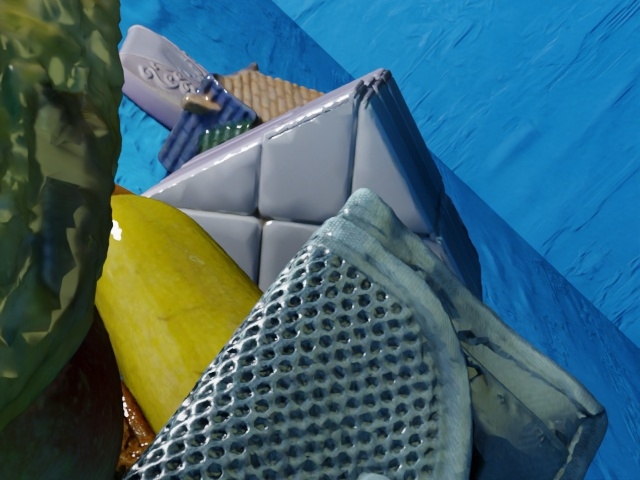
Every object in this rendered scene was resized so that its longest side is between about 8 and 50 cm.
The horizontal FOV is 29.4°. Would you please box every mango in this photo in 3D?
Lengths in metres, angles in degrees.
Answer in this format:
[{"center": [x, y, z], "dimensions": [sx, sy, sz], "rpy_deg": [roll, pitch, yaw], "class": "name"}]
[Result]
[{"center": [-0.051, 0.118, 0.864], "dimensions": [0.332, 0.142, 0.195], "rpy_deg": [55, -3, 25], "class": "mango"}]

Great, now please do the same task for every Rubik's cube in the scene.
[{"center": [0.000, 0.000, 1.069], "dimensions": [0.231, 0.221, 0.225], "rpy_deg": [63, 12, -10], "class": "Rubik's cube"}]

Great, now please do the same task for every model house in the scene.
[{"center": [-0.088, -0.079, 1.313], "dimensions": [0.172, 0.166, 0.183], "rpy_deg": [19, 41, -27], "class": "model house"}]

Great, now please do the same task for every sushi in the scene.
[{"center": [-0.140, 0.125, 0.794], "dimensions": [0.052, 0.055, 0.120], "rpy_deg": [-7, 47, -45], "class": "sushi"}]

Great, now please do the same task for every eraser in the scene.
[{"center": [-0.151, -0.175, 1.534], "dimensions": [0.243, 0.059, 0.204], "rpy_deg": [36, 17, -17], "class": "eraser"}]

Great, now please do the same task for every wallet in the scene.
[{"center": [0.021, 0.154, 0.716], "dimensions": [0.237, 0.075, 0.342], "rpy_deg": [43, 59, -8], "class": "wallet"}]

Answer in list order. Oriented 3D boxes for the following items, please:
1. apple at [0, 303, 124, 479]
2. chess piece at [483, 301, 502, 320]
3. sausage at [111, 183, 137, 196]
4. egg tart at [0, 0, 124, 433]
[{"center": [-0.199, 0.064, 0.570], "dimensions": [0.207, 0.174, 0.188], "rpy_deg": [-11, 69, -20], "class": "apple"}, {"center": [0.111, 0.102, 1.344], "dimensions": [0.182, 0.182, 0.330], "rpy_deg": [41, 10, -15], "class": "chess piece"}, {"center": [-0.184, -0.023, 1.069], "dimensions": [0.183, 0.054, 0.062], "rpy_deg": [34, -22, -29], "class": "sausage"}, {"center": [-0.233, -0.031, 0.445], "dimensions": [0.153, 0.351, 0.339], "rpy_deg": [81, -18, -47], "class": "egg tart"}]
